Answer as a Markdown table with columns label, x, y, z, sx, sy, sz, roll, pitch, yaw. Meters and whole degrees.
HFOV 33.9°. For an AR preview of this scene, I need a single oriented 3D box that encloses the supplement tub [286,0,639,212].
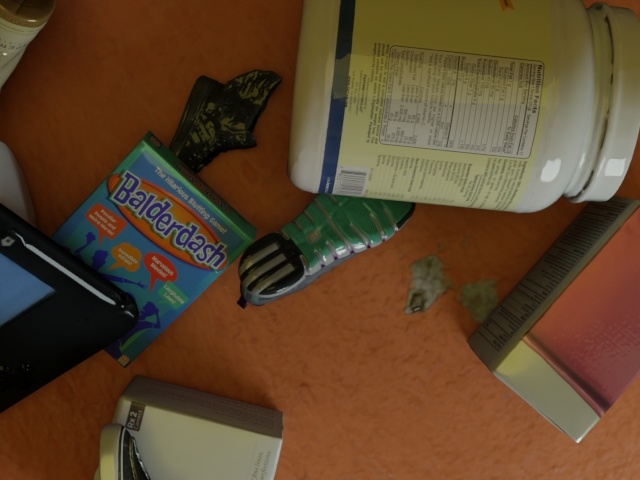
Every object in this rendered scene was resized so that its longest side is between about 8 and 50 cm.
| label | x | y | z | sx | sy | sz | roll | pitch | yaw |
| --- | --- | --- | --- | --- | --- | --- | --- | --- | --- |
| supplement tub | 0.136 | -0.151 | 1.063 | 0.325 | 0.235 | 0.235 | 5 | 94 | -2 |

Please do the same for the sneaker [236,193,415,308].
| label | x | y | z | sx | sy | sz | roll | pitch | yaw |
| --- | --- | --- | --- | --- | --- | --- | --- | --- | --- |
| sneaker | 0.000 | 0.000 | 1.161 | 0.224 | 0.098 | 0.083 | -27 | 77 | -22 |

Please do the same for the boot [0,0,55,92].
| label | x | y | z | sx | sy | sz | roll | pitch | yaw |
| --- | --- | --- | --- | --- | --- | --- | --- | --- | --- |
| boot | -0.350 | -0.255 | 1.102 | 0.095 | 0.261 | 0.203 | 12 | 137 | -33 |

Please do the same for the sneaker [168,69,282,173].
| label | x | y | z | sx | sy | sz | roll | pitch | yaw |
| --- | --- | --- | --- | --- | --- | --- | --- | --- | --- |
| sneaker | -0.110 | -0.115 | 1.151 | 0.089 | 0.051 | 0.170 | 20 | 90 | 2 |

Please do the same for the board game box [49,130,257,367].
| label | x | y | z | sx | sy | sz | roll | pitch | yaw |
| --- | --- | --- | --- | --- | --- | --- | --- | --- | --- |
| board game box | -0.198 | 0.012 | 1.134 | 0.160 | 0.047 | 0.210 | 42 | 104 | -11 |

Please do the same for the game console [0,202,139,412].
| label | x | y | z | sx | sy | sz | roll | pitch | yaw |
| --- | --- | --- | --- | --- | --- | --- | --- | --- | --- |
| game console | -0.420 | 0.069 | 1.016 | 0.342 | 0.060 | 0.386 | -28 | 139 | 16 |

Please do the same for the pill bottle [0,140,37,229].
| label | x | y | z | sx | sy | sz | roll | pitch | yaw |
| --- | --- | --- | --- | --- | --- | --- | --- | --- | --- |
| pill bottle | -0.461 | -0.007 | 1.093 | 0.302 | 0.169 | 0.169 | -15 | 95 | 0 |

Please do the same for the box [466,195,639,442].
| label | x | y | z | sx | sy | sz | roll | pitch | yaw |
| --- | --- | --- | --- | --- | --- | --- | --- | --- | --- |
| box | 0.288 | 0.077 | 1.128 | 0.127 | 0.148 | 0.232 | 40 | 93 | -5 |

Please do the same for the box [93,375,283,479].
| label | x | y | z | sx | sy | sz | roll | pitch | yaw |
| --- | --- | --- | --- | --- | --- | --- | --- | --- | --- |
| box | -0.148 | 0.262 | 1.147 | 0.182 | 0.119 | 0.180 | 15 | 95 | -2 |

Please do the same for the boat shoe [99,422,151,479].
| label | x | y | z | sx | sy | sz | roll | pitch | yaw |
| --- | --- | --- | --- | --- | --- | --- | --- | --- | --- |
| boat shoe | -0.171 | 0.282 | 1.054 | 0.070 | 0.078 | 0.219 | -10 | 104 | 0 |
